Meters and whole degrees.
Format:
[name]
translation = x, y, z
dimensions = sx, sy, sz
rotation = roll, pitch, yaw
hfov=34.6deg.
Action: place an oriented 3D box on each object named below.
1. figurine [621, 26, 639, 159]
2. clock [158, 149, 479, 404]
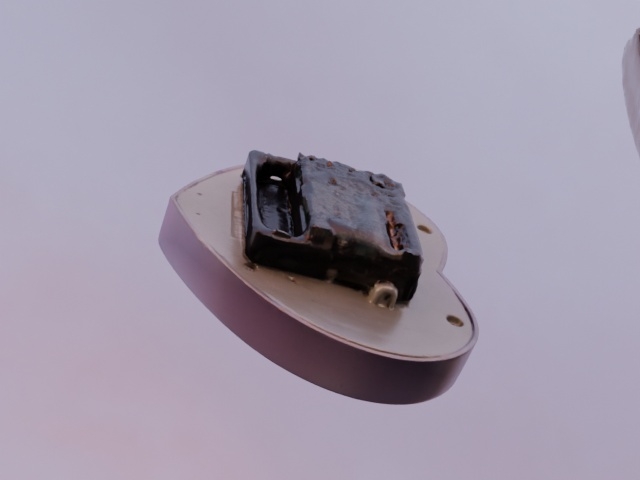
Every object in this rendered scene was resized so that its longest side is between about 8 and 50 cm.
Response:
[figurine]
translation = 0.309, -0.006, 0.478
dimensions = 0.362, 0.266, 0.377
rotation = -8, -10, 6
[clock]
translation = 0.000, 0.000, 0.567
dimensions = 0.172, 0.198, 0.064
rotation = 17, -64, -14
